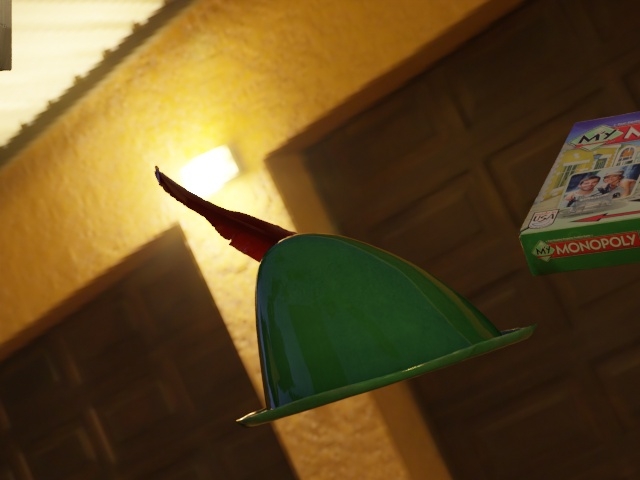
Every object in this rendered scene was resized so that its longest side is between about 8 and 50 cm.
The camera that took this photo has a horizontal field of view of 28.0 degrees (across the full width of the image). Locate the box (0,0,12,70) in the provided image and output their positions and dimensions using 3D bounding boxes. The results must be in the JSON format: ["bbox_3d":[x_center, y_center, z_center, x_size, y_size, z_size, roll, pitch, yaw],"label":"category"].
[{"bbox_3d":[-0.344,-0.239,1.151,0.056,0.183,0.231,-2,6,-34],"label":"box"}]

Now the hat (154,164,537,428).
[{"bbox_3d":[0.000,0.000,0.753,0.208,0.183,0.173,-18,-6,8],"label":"hat"}]

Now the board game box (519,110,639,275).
[{"bbox_3d":[0.343,-0.060,1.059,0.317,0.046,0.213,-9,27,29],"label":"board game box"}]
